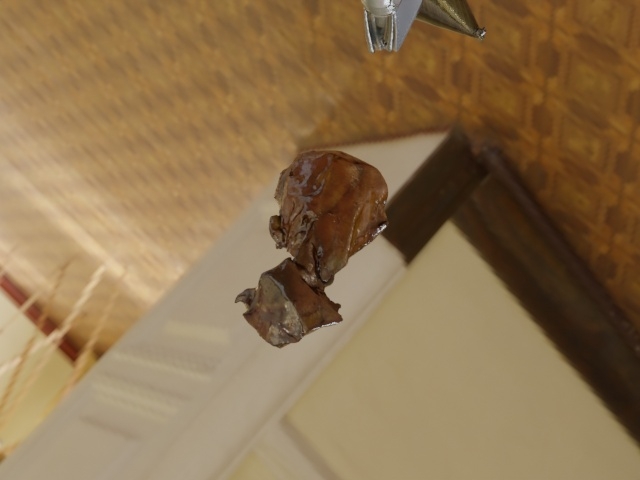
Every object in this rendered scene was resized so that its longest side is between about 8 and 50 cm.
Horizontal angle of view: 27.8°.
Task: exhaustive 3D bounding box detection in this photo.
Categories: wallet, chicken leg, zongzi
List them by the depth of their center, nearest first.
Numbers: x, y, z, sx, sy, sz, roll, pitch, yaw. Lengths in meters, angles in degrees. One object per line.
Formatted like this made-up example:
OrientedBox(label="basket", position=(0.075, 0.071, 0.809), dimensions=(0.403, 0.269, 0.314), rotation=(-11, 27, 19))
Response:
OrientedBox(label="chicken leg", position=(0.000, 0.000, 1.154), dimensions=(0.113, 0.304, 0.093), rotation=(14, 118, 2))
OrientedBox(label="wallet", position=(0.070, -0.322, 1.384), dimensions=(0.069, 0.170, 0.231), rotation=(8, 149, 17))
OrientedBox(label="zongzi", position=(0.082, -0.352, 1.607), dimensions=(0.221, 0.112, 0.242), rotation=(24, -156, -50))
